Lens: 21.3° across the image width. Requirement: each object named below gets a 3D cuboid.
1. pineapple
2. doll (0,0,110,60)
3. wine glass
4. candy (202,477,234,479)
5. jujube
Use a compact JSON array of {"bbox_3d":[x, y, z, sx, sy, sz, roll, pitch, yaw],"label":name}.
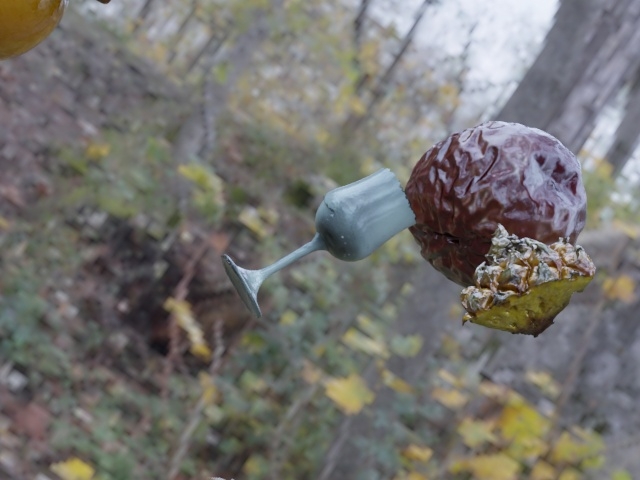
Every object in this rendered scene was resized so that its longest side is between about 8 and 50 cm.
[{"bbox_3d":[0.167,0.029,1.392,0.077,0.114,0.114,58,13,-35],"label":"pineapple"},{"bbox_3d":[-0.312,-0.271,1.719,0.236,0.213,0.213,16,-9,-5],"label":"doll"},{"bbox_3d":[0.000,0.000,1.744,0.079,0.195,0.079,57,-11,18],"label":"wine glass"},{"bbox_3d":[-0.095,0.231,1.485,0.182,0.053,0.046,100,-28,-83],"label":"candy"},{"bbox_3d":[0.219,-0.045,2.178,0.213,0.213,0.232,38,-33,-18],"label":"jujube"}]
